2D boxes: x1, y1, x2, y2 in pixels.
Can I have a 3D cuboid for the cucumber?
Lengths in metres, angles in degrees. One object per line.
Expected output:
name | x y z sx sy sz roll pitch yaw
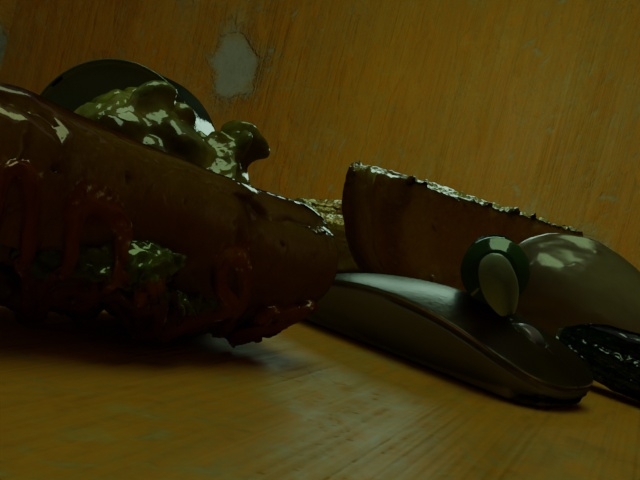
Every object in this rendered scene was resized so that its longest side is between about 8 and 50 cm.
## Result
cucumber | 0.356 0.139 0.917 0.265 0.077 0.077 15 3 42

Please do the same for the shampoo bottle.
shampoo bottle | 0.159 0.028 0.851 0.065 0.065 0.204 15 4 9

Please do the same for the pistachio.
pistachio | 0.310 0.081 1.104 0.223 0.152 0.126 33 -1 -2

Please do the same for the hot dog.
hot dog | -0.131 0.008 0.608 0.158 0.117 0.349 -16 -22 32

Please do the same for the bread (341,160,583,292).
bread | 0.185 0.021 1.280 0.340 0.178 0.194 16 4 -22

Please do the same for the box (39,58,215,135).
box | -0.257 -0.118 1.243 0.226 0.226 0.149 15 3 6

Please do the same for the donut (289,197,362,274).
donut | 0.003 0.000 1.508 0.254 0.118 0.253 3 13 -1

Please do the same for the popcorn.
popcorn | -0.147 -0.047 0.843 0.186 0.187 0.167 10 3 0

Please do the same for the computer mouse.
computer mouse | 0.107 0.078 0.887 0.310 0.071 0.158 18 7 41
